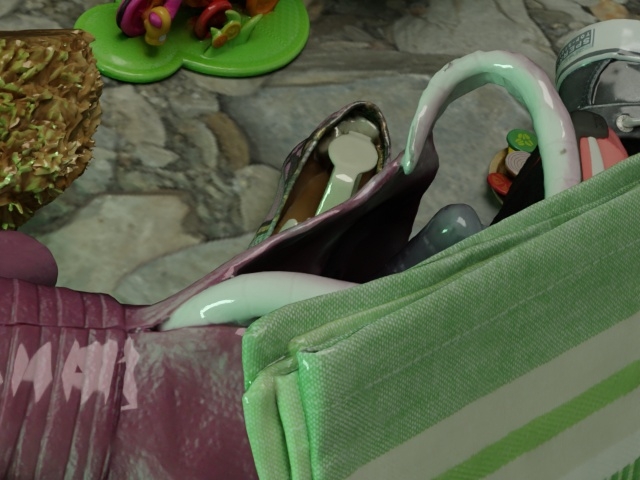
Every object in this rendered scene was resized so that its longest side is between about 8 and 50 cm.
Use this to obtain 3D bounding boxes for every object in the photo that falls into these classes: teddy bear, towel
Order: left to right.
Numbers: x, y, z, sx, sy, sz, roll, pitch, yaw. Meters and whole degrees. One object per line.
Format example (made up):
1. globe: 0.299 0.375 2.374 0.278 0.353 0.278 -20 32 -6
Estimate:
1. teddy bear: -0.275 -0.042 0.830 0.338 0.113 0.245 -6 13 -21
2. towel: 0.070 0.137 0.661 0.248 0.325 0.038 -23 34 -37

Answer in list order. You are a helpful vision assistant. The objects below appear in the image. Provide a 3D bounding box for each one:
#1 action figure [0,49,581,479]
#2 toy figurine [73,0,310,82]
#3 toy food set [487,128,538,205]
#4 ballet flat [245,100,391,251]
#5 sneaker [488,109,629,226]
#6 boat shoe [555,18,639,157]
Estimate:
1. action figure: -0.097 0.073 0.686 0.370 0.275 0.248 6 47 -14
2. toy figurine: -0.066 -0.194 1.047 0.173 0.159 0.130 -28 61 -38
3. toy food set: 0.143 -0.034 1.065 0.082 0.020 0.083 15 44 -6
4. ballet flat: 0.000 0.000 0.936 0.077 0.079 0.221 18 44 -4
5. sneaker: 0.172 0.069 0.930 0.136 0.116 0.314 14 49 -22
6. boat shoe: 0.292 -0.053 1.081 0.301 0.108 0.102 14 56 -15
